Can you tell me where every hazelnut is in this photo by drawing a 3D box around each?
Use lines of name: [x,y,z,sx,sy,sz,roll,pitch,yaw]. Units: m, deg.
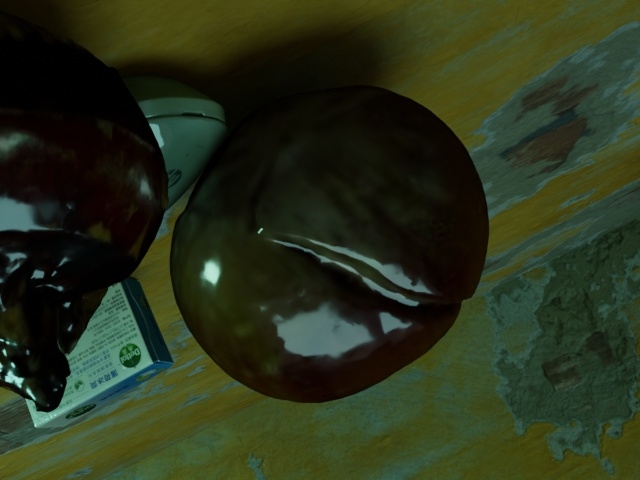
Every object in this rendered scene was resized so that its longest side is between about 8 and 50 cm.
hazelnut: [0.000,0.000,0.914,0.372,0.315,0.372,-37,149,-27]

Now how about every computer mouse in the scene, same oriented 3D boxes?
computer mouse: [-0.204,-0.050,0.831,0.288,0.097,0.159,-39,161,34]

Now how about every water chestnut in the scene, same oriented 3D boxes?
water chestnut: [-0.239,-0.008,0.591,0.300,0.300,0.300,-24,163,-8]

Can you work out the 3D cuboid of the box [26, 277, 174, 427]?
box: [-0.321,0.155,1.182,0.194,0.139,0.073,-29,163,8]
